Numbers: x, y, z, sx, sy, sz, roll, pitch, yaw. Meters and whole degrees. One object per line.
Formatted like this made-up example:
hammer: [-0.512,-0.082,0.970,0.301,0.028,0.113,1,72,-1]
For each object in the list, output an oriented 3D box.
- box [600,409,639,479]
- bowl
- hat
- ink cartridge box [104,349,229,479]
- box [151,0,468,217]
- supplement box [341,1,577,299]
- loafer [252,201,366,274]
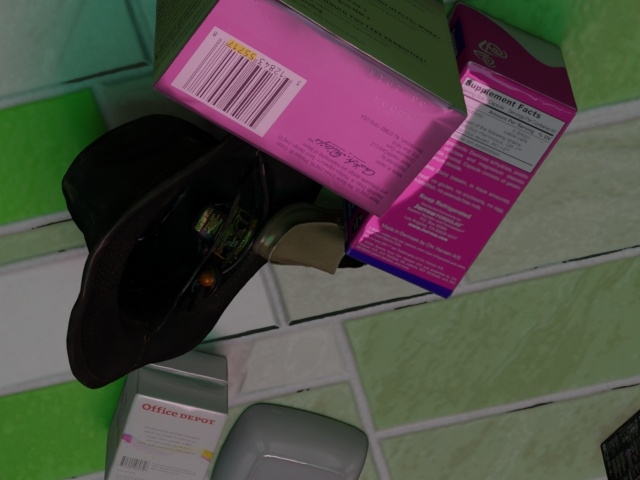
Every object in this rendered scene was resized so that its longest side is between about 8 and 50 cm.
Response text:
box: [0.312,0.214,1.875,0.018,0.083,0.067,33,116,-22]
bowl: [-0.032,0.240,1.897,0.142,0.053,0.142,17,122,-12]
hat: [-0.137,-0.030,1.619,0.134,0.331,0.331,40,122,17]
ink cartridge box: [-0.145,0.169,1.818,0.092,0.090,0.143,14,122,-13]
box: [-0.013,-0.170,1.495,0.213,0.243,0.117,29,119,-22]
supplement box: [0.116,-0.077,1.646,0.114,0.111,0.220,24,120,-17]
loafer: [0.000,0.000,1.688,0.148,0.050,0.056,-7,133,-49]
